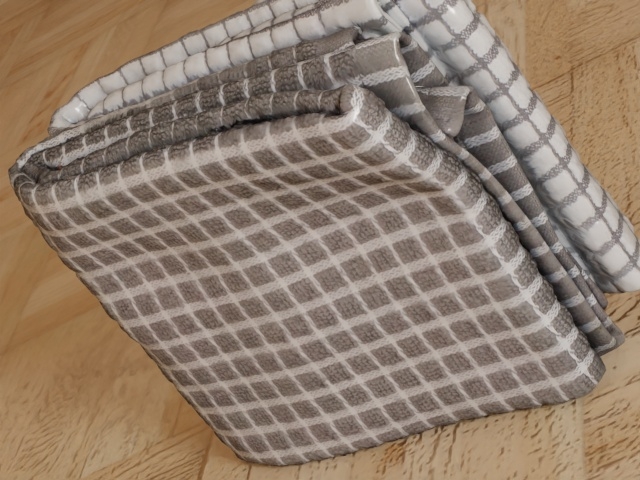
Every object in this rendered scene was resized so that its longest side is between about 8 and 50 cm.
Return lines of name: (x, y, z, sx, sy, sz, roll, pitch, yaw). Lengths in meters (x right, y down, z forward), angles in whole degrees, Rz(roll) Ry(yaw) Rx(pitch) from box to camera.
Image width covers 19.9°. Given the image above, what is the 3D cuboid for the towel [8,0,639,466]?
towel: (0.000, 0.000, 0.962, 0.283, 0.235, 0.121, -16, 32, 40)
